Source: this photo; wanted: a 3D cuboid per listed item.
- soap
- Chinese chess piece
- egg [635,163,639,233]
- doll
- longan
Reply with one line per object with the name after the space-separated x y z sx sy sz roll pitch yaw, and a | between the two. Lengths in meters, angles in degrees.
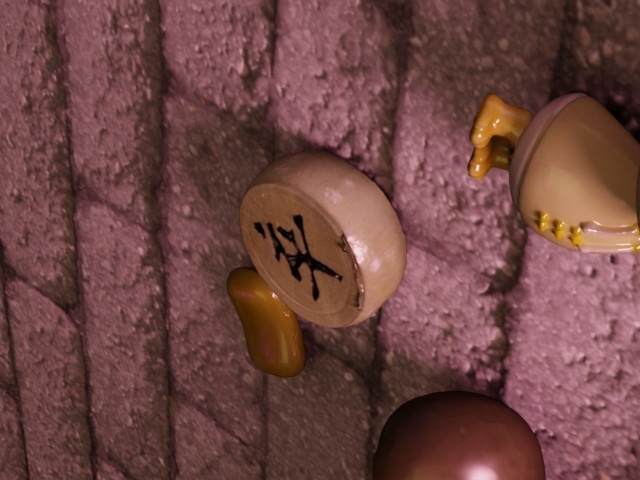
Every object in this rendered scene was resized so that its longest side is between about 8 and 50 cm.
-0.059 0.091 2.008 0.089 0.045 0.140 5 121 45 | soap
0.000 0.000 1.829 0.188 0.083 0.188 31 141 29 | Chinese chess piece
0.329 -0.049 1.296 0.186 0.186 0.253 39 128 22 | egg
0.253 -0.025 1.471 0.296 0.117 0.141 37 151 25 | doll
0.134 0.234 1.794 0.189 0.189 0.189 31 139 31 | longan
